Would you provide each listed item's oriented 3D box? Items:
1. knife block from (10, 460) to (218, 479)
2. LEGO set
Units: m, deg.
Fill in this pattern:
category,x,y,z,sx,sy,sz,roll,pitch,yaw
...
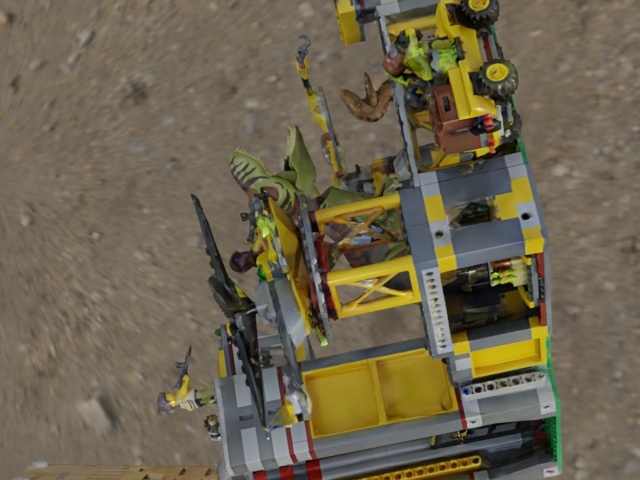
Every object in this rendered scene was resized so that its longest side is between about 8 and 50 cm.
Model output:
category,x,y,z,sx,sy,sz,roll,pitch,yaw
knife block,-0.190,0.312,1.368,0.276,0.088,0.242,0,95,5
LEGO set,0.000,0.000,0.790,0.192,0.331,0.255,-12,68,2
